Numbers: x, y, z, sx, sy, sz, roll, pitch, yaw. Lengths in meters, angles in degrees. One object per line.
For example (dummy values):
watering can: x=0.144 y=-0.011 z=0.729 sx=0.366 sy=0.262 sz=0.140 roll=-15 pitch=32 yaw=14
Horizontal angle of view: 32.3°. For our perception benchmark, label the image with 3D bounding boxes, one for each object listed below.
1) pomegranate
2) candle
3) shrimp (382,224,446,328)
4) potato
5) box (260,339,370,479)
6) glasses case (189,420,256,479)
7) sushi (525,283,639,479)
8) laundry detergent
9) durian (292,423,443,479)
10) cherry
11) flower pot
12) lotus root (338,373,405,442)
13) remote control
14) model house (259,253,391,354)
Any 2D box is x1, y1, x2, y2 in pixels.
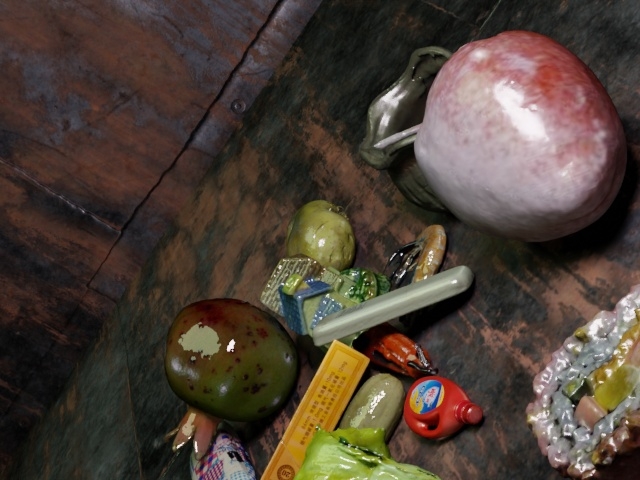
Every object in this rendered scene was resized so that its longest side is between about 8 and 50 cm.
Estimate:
pomegranate: x=-0.183 y=0.278 z=2.249 sx=0.290 sy=0.290 sz=0.324 roll=-8 pitch=81 yaw=63
candle: x=0.130 y=0.196 z=1.910 sx=0.084 sy=0.059 sz=0.301 roll=-71 pitch=20 yaw=1
shrimp: x=0.163 y=0.067 z=2.023 sx=0.152 sy=0.046 sz=0.219 roll=-25 pitch=39 yaw=54
potato: x=0.000 y=0.000 z=2.347 sx=0.169 sy=0.143 sz=0.248 roll=-60 pitch=13 yaw=5
box: x=-0.007 y=0.316 z=1.928 sx=0.274 sy=0.076 sz=0.174 roll=-61 pitch=-7 yaw=-9
glasses case: x=-0.200 y=0.468 z=2.227 sx=0.125 sy=0.076 sz=0.327 roll=-57 pitch=21 yaw=5
sushi: x=0.380 y=0.174 z=1.257 sx=0.270 sy=0.170 sz=0.236 roll=-48 pitch=24 yaw=19
laundry detergent: x=0.191 y=0.262 z=1.703 sx=0.165 sy=0.049 sz=0.097 roll=4 pitch=71 yaw=65
durian: x=0.065 y=0.411 z=1.575 sx=0.255 sy=0.204 sz=0.340 roll=-11 pitch=50 yaw=46
cherry: x=0.303 y=-0.138 z=1.676 sx=0.335 sy=0.291 sz=0.326 roll=54 pitch=151 yaw=25
flower pot: x=0.232 y=-0.210 z=2.021 sx=0.302 sy=0.213 sz=0.302 roll=-46 pitch=25 yaw=29
lotus root: x=0.077 y=0.307 z=1.847 sx=0.183 sy=0.077 sz=0.090 roll=-58 pitch=21 yaw=-5
remote control: x=0.122 y=0.112 z=1.913 sx=0.309 sy=0.038 sz=0.090 roll=-23 pitch=8 yaw=22
model house: x=0.004 y=0.108 z=2.126 sx=0.195 sy=0.189 sz=0.214 roll=-60 pitch=20 yaw=1
